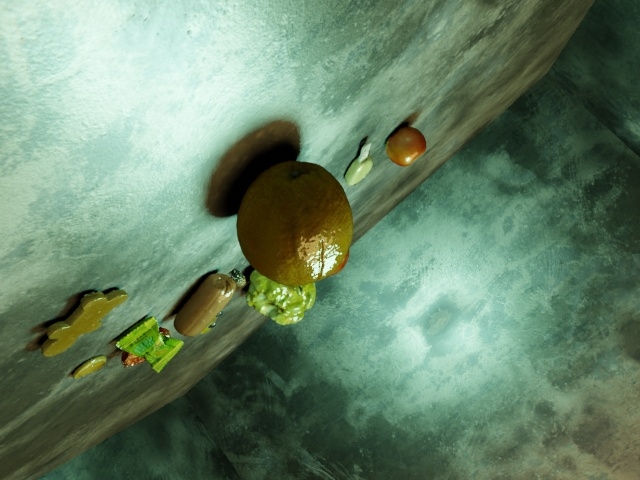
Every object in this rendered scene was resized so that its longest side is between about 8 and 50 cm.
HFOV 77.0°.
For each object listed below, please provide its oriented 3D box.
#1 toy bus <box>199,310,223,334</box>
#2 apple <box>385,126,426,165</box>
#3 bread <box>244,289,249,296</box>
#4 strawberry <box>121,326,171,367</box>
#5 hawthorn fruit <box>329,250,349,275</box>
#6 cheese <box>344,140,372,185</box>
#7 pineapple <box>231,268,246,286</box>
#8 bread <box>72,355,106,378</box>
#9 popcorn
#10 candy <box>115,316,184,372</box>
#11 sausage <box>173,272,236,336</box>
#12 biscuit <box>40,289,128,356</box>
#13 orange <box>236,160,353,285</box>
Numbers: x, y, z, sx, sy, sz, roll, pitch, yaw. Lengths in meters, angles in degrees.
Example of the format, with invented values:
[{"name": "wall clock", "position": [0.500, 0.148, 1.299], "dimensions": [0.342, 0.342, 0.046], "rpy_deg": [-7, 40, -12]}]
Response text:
[{"name": "toy bus", "position": [-0.491, 0.317, 1.712], "dimensions": [0.106, 0.092, 0.268], "rpy_deg": [-18, 158, -39]}, {"name": "apple", "position": [0.345, -0.375, 1.618], "dimensions": [0.163, 0.139, 0.163], "rpy_deg": [-39, 167, -11]}, {"name": "bread", "position": [-0.280, 0.243, 2.051], "dimensions": [0.209, 0.110, 0.192], "rpy_deg": [-38, 175, -7]}, {"name": "strawberry", "position": [-0.650, 0.382, 1.488], "dimensions": [0.188, 0.082, 0.121], "rpy_deg": [-28, 140, -27]}, {"name": "hawthorn fruit", "position": [-0.002, 0.017, 1.677], "dimensions": [0.295, 0.295, 0.311], "rpy_deg": [-31, 162, -38]}, {"name": "cheese", "position": [0.159, -0.299, 1.530], "dimensions": [0.127, 0.050, 0.255], "rpy_deg": [-37, 168, -16]}, {"name": "pineapple", "position": [-0.336, 0.153, 1.655], "dimensions": [0.058, 0.058, 0.124], "rpy_deg": [-36, 168, -18]}, {"name": "bread", "position": [-0.776, 0.427, 1.354], "dimensions": [0.110, 0.024, 0.110], "rpy_deg": [-39, 169, -9]}, {"name": "popcorn", "position": [-0.179, 0.213, 1.855], "dimensions": [0.292, 0.293, 0.334], "rpy_deg": [-71, 162, -46]}, {"name": "candy", "position": [-0.586, 0.373, 1.424], "dimensions": [0.149, 0.069, 0.246], "rpy_deg": [-40, 145, -14]}, {"name": "sausage", "position": [-0.433, 0.240, 1.506], "dimensions": [0.304, 0.121, 0.121], "rpy_deg": [-47, 167, 25]}, {"name": "biscuit", "position": [-0.609, 0.205, 1.015], "dimensions": [0.240, 0.035, 0.158], "rpy_deg": [-41, 167, 4]}, {"name": "orange", "position": [-0.070, -0.047, 1.106], "dimensions": [0.322, 0.322, 0.357], "rpy_deg": [-34, 150, -26]}]
